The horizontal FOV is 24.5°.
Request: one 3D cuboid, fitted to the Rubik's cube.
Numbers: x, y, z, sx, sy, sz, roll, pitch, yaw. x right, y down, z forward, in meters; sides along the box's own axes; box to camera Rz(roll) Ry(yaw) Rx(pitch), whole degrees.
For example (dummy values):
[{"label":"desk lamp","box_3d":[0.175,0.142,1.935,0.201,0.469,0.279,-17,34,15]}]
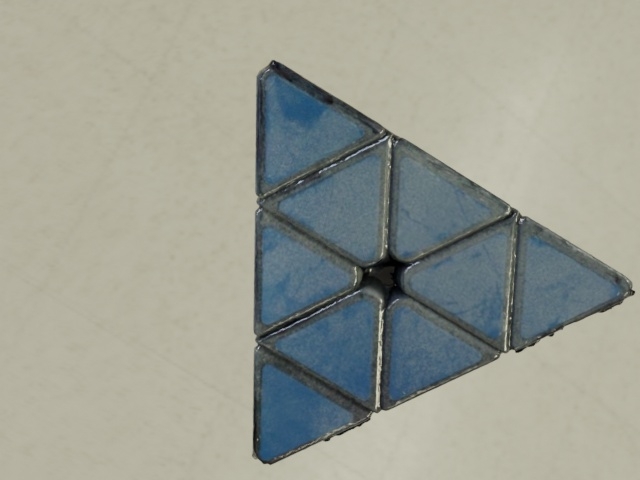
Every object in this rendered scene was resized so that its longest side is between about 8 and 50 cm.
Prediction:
[{"label":"Rubik's cube","box_3d":[0.000,0.000,0.731,0.190,0.211,0.178,-48,125,-16]}]
